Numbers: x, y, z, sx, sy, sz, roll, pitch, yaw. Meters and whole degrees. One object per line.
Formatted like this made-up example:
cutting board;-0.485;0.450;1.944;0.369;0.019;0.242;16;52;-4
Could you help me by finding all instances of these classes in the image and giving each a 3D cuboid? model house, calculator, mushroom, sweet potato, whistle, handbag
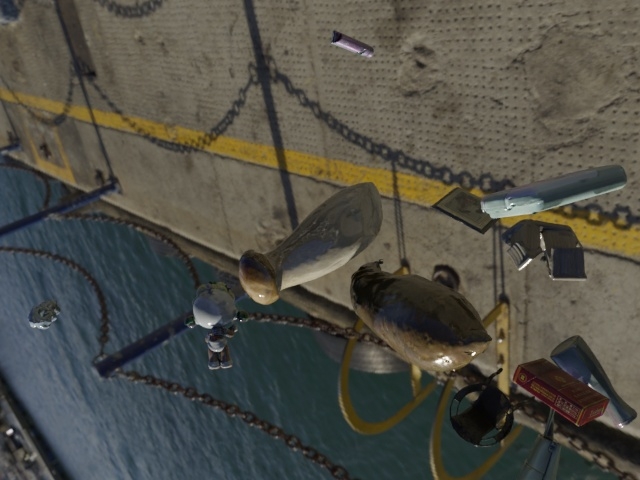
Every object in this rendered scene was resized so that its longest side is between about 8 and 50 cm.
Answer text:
model house;0.610;0.037;1.560;0.229;0.188;0.122;10;129;2
calculator;0.386;-0.081;0.969;0.141;0.246;0.045;175;81;-72
mushroom;0.000;0.000;1.122;0.128;0.350;0.128;44;152;30
sweet potato;0.129;0.106;0.944;0.422;0.130;0.131;-151;41;-70
whistle;0.082;-0.505;1.506;0.033;0.176;0.033;2;93;37
handbag;0.531;0.549;1.384;0.109;0.315;0.241;21;172;22

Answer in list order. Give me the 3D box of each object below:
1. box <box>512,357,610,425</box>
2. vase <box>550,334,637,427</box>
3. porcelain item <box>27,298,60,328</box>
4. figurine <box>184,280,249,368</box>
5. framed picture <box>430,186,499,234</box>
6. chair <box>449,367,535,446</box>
box;0.253;0.158;0.617;0.082;0.051;0.023;34;116;45
vase;0.635;0.328;1.351;0.214;0.086;0.086;52;144;9
porcelain item;-0.408;0.110;0.864;0.036;0.028;0.083;45;179;-11
figurine;-0.235;0.188;1.323;0.093;0.147;0.197;-96;0;-82
framed picture;0.492;-0.105;1.923;0.199;0.195;0.010;31;133;24
chair;0.480;0.485;1.674;0.174;0.213;0.149;44;125;30
